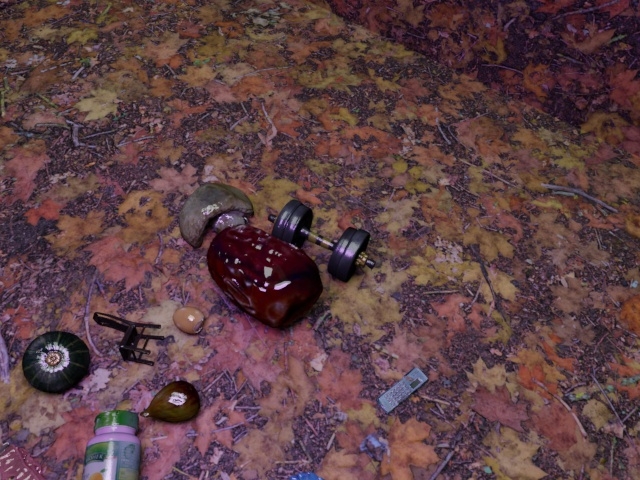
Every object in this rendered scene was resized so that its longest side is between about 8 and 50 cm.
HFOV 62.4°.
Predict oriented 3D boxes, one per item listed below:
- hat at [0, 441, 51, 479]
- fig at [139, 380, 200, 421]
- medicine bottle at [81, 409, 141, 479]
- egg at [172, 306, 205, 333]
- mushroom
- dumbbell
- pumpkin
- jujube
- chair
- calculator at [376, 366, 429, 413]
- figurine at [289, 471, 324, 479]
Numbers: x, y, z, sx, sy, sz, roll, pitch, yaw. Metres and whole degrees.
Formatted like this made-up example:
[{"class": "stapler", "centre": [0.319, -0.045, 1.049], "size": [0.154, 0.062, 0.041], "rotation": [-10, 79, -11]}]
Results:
[{"class": "hat", "centre": [-0.785, 0.628, 1.225], "size": [0.237, 0.107, 0.286], "rotation": [31, 51, 28]}, {"class": "fig", "centre": [-0.401, 0.439, 1.409], "size": [0.155, 0.103, 0.109], "rotation": [-22, 36, -30]}, {"class": "medicine bottle", "centre": [-0.509, 0.562, 1.288], "size": [0.134, 0.133, 0.274], "rotation": [-2, 53, -8]}, {"class": "egg", "centre": [-0.393, 0.234, 1.575], "size": [0.097, 0.080, 0.080], "rotation": [26, 55, 13]}, {"class": "mushroom", "centre": [-0.358, -0.113, 1.785], "size": [0.267, 0.164, 0.189], "rotation": [-21, 59, -20]}, {"class": "dumbbell", "centre": [0.000, 0.000, 1.726], "size": [0.389, 0.185, 0.185], "rotation": [26, 55, 13]}, {"class": "pumpkin", "centre": [-0.720, 0.328, 1.443], "size": [0.167, 0.125, 0.167], "rotation": [2, 78, -7]}, {"class": "jujube", "centre": [-0.172, 0.104, 1.602], "size": [0.377, 0.258, 0.258], "rotation": [26, 54, 28]}, {"class": "chair", "centre": [-0.572, 0.281, 1.522], "size": [0.213, 0.084, 0.101], "rotation": [11, 49, 2]}, {"class": "calculator", "centre": [0.238, 0.432, 1.534], "size": [0.172, 0.018, 0.057], "rotation": [-30, 63, -26]}, {"class": "figurine", "centre": [-0.037, 0.626, 1.321], "size": [0.114, 0.079, 0.114], "rotation": [1, 94, 17]}]
